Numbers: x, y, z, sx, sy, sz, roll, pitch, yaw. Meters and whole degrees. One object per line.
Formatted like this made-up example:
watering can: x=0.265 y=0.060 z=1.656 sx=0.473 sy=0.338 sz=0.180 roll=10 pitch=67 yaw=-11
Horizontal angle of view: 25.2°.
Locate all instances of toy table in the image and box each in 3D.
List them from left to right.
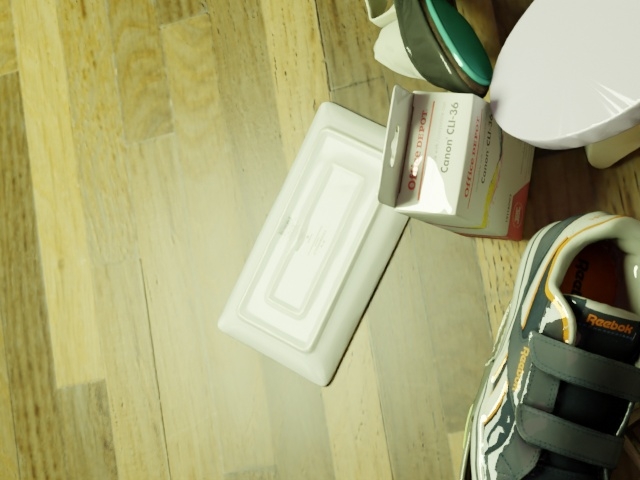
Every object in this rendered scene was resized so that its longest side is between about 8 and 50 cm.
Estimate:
toy table: x=0.303 y=-0.159 z=1.266 sx=0.274 sy=0.161 sz=0.252 roll=-22 pitch=58 yaw=42

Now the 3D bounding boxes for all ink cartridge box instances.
ink cartridge box: x=0.130 y=-0.071 z=1.338 sx=0.067 sy=0.198 sz=0.115 roll=6 pitch=85 yaw=31

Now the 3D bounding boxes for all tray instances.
tray: x=0.000 y=0.000 z=1.478 sx=0.145 sy=0.030 sz=0.270 roll=27 pitch=93 yaw=24

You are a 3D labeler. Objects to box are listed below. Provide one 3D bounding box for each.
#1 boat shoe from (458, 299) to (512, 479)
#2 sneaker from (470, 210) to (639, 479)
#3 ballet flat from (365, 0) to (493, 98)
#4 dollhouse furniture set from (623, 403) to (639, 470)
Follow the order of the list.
boat shoe: x=0.192 y=0.174 z=1.341 sx=0.109 sy=0.091 sz=0.305 roll=10 pitch=87 yaw=23
sneaker: x=0.216 y=0.123 z=1.243 sx=0.126 sy=0.127 sz=0.321 roll=15 pitch=73 yaw=-17
ballet flat: x=0.098 y=-0.222 z=1.412 sx=0.096 sy=0.095 sz=0.280 roll=-37 pitch=44 yaw=28
dollhouse furniture set: x=0.282 y=0.176 z=1.266 sx=0.182 sy=0.161 sz=0.101 roll=-38 pitch=71 yaw=13
